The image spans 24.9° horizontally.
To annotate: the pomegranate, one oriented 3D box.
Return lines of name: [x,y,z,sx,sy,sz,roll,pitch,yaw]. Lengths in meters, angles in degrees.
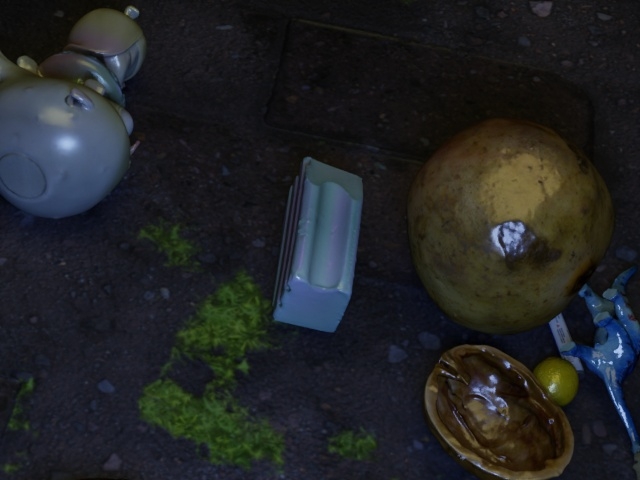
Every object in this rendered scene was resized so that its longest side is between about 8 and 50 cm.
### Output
pomegranate: [0.241,-0.017,1.886,0.281,0.281,0.281,4,51,-5]

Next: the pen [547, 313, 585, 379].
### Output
pen: [0.314,0.101,1.959,0.025,0.025,0.204,-6,52,-13]

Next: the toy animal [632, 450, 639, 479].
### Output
toy animal: [0.459,0.329,1.754,0.186,0.094,0.214,15,59,14]

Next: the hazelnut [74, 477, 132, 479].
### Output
hazelnut: [-0.241,0.342,1.588,0.212,0.181,0.181,12,71,15]

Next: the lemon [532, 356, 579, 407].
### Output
lemon: [0.299,0.185,1.865,0.062,0.062,0.083,27,53,13]

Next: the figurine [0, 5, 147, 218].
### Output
figurine: [-0.353,-0.218,2.004,0.274,0.226,0.394,37,41,-12]

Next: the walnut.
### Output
walnut: [0.209,0.234,1.796,0.167,0.087,0.211,-24,60,-33]

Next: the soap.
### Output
soap: [0.000,0.000,1.924,0.091,0.145,0.230,15,55,-8]

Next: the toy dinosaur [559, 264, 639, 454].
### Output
toy dinosaur: [0.383,0.121,1.900,0.144,0.076,0.329,40,40,-32]
